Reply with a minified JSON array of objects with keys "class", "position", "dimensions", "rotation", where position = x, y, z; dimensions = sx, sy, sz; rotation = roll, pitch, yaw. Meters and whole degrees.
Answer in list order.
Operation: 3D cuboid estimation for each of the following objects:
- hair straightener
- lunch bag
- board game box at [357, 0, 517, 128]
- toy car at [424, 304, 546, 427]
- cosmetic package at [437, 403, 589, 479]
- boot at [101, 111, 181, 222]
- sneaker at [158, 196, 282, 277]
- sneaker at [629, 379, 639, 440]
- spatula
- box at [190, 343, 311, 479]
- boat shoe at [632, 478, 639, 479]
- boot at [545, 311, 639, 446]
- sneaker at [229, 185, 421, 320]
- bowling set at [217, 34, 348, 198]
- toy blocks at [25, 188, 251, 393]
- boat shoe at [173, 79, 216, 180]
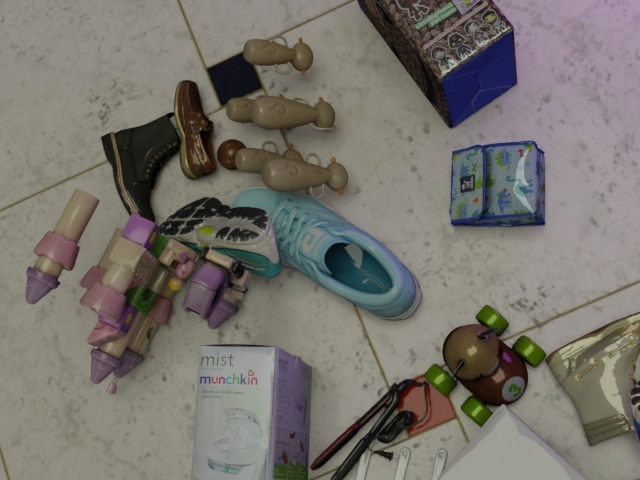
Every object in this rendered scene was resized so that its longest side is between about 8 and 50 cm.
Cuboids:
[{"class":"hair straightener","position":[0.094,0.311,1.703],"dimensions":[0.230,0.047,0.089],"rotation":[-42,70,-9]},{"class":"lunch bag","position":[0.284,-0.089,1.742],"dimensions":[0.151,0.096,0.129],"rotation":[-2,79,26]},{"class":"board game box","position":[0.180,-0.366,1.752],"dimensions":[0.141,0.232,0.291],"rotation":[-34,72,2]},{"class":"toy car","position":[0.246,0.182,1.630],"dimensions":[0.149,0.188,0.155],"rotation":[40,87,17]},{"class":"cosmetic package","position":[0.359,0.423,1.539],"dimensions":[0.385,0.217,0.156],"rotation":[43,87,15]},{"class":"boot","position":[-0.291,-0.125,1.876],"dimensions":[0.137,0.077,0.198],"rotation":[-23,75,0]},{"class":"sneaker","position":[-0.170,0.004,1.772],"dimensions":[0.275,0.110,0.107],"rotation":[15,49,46]},{"class":"sneaker","position":[0.613,0.248,1.586],"dimensions":[0.330,0.130,0.147],"rotation":[-13,117,-7]},{"class":"spatula","position":[0.106,0.432,1.688],"dimensions":[0.168,0.019,0.242],"rotation":[11,79,15]},{"class":"box","position":[-0.096,0.287,1.637],"dimensions":[0.126,0.262,0.231],"rotation":[-1,78,11]},{"class":"boat shoe","position":[0.541,0.374,1.538],"dimensions":[0.206,0.065,0.075],"rotation":[-10,109,15]},{"class":"boot","position":[0.474,0.205,1.639],"dimensions":[0.213,0.077,0.165],"rotation":[-27,73,9]},{"class":"sneaker","position":[0.000,0.000,1.744],"dimensions":[0.366,0.150,0.135],"rotation":[27,82,16]},{"class":"bowling set","position":[-0.076,-0.190,1.830],"dimensions":[0.154,0.200,0.287],"rotation":[0,77,-32]},{"class":"toy blocks","position":[-0.295,0.117,1.708],"dimensions":[0.309,0.288,0.260],"rotation":[23,78,13]},{"class":"boat shoe","position":[-0.213,-0.196,1.873],"dimensions":[0.060,0.064,0.178],"rotation":[-11,80,24]}]
